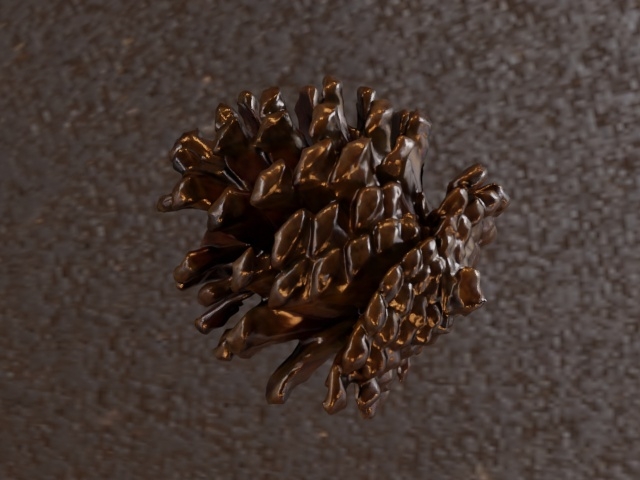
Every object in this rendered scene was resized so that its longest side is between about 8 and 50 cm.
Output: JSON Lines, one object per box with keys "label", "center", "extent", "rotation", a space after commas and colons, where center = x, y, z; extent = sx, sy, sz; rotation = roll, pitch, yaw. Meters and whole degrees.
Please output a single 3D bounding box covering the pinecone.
{"label": "pinecone", "center": [0.003, 0.001, 0.930], "extent": [0.195, 0.150, 0.179], "rotation": [37, 75, -18]}
